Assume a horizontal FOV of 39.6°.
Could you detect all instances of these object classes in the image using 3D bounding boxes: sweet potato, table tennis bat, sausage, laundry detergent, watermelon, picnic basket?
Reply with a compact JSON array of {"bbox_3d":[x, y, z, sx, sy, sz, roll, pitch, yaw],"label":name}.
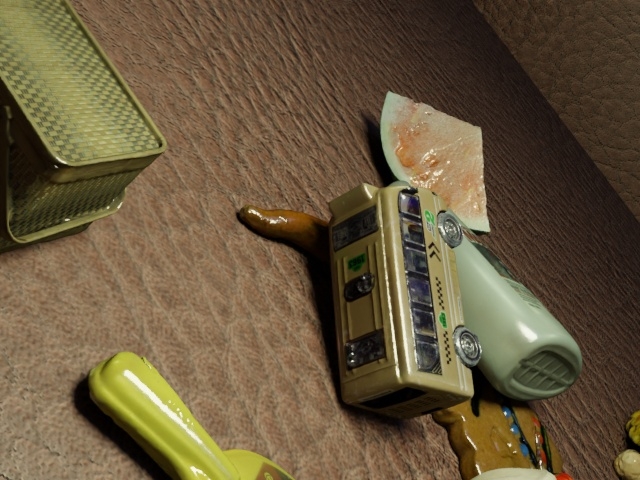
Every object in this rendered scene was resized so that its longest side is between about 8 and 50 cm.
[{"bbox_3d":[-0.001,-0.001,1.219,0.264,0.057,0.057,26,36,-33],"label":"sweet potato"},{"bbox_3d":[-0.073,0.244,0.808,0.369,0.054,0.224,49,17,-4],"label":"table tennis bat"},{"bbox_3d":[0.637,0.470,1.597,0.301,0.065,0.066,40,30,-21],"label":"sausage"},{"bbox_3d":[0.227,0.061,1.380,0.264,0.125,0.398,26,22,-53],"label":"laundry detergent"},{"bbox_3d":[0.219,-0.116,1.576,0.256,0.176,0.260,25,59,-28],"label":"watermelon"},{"bbox_3d":[-0.293,-0.132,0.843,0.267,0.139,0.165,55,28,8],"label":"picnic basket"}]

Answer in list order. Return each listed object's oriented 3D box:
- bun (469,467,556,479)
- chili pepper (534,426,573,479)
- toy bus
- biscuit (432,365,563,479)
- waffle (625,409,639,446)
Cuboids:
[{"bbox_3d":[0.161,0.363,0.923,0.263,0.175,0.263,1,90,-72],"label":"bun"},{"bbox_3d":[0.295,0.342,1.167,0.086,0.084,0.192,49,35,-74],"label":"chili pepper"},{"bbox_3d":[0.095,0.070,1.132,0.157,0.139,0.290,20,57,-40],"label":"toy bus"},{"bbox_3d":[0.267,0.272,1.301,0.301,0.043,0.278,29,34,-36],"label":"biscuit"},{"bbox_3d":[0.702,0.388,1.621,0.261,0.151,0.324,44,3,13],"label":"waffle"}]
